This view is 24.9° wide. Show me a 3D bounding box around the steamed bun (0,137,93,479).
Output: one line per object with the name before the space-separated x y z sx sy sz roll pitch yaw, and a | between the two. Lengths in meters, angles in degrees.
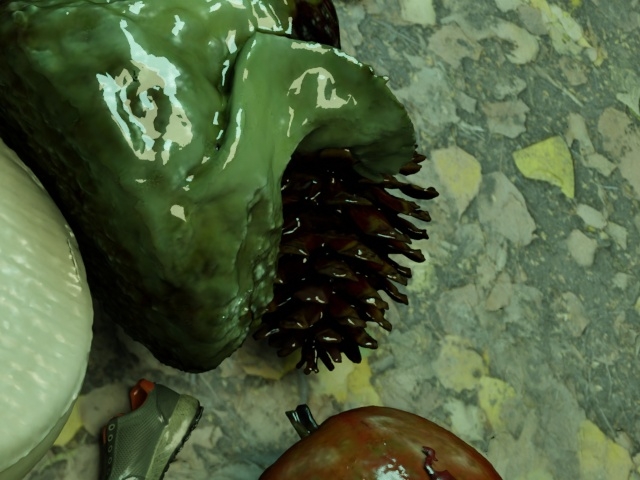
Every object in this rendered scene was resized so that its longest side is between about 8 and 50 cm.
steamed bun | -0.388 0.072 1.233 0.374 0.241 0.375 18 56 -29

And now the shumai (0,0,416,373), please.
shumai | -0.115 -0.119 1.369 0.348 0.395 0.395 -40 97 -19

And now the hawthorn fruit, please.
hawthorn fruit | 0.056 0.318 1.441 0.316 0.316 0.316 15 63 -31

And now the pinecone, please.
pinecone | 0.003 0.000 1.574 0.246 0.246 0.292 10 83 -33

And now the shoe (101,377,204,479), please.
shoe | -0.190 0.217 1.434 0.077 0.074 0.194 36 51 -4
